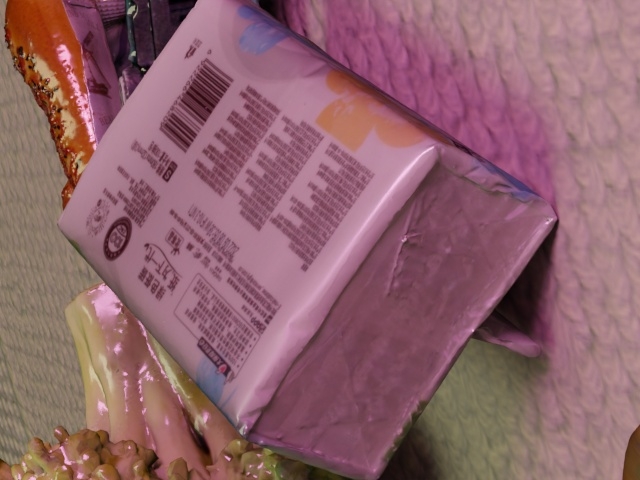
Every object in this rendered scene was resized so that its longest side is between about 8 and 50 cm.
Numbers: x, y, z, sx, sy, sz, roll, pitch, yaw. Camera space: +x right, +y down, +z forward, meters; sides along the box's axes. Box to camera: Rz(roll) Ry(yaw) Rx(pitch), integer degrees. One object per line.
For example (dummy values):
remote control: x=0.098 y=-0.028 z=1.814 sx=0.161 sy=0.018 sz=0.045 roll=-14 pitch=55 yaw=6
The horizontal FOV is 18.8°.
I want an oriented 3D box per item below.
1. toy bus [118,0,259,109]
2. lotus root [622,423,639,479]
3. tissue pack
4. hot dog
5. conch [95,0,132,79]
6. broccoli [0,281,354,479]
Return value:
toy bus: x=-0.072 y=-0.144 z=1.051 sx=0.109 sy=0.091 sz=0.262 roll=-101 pitch=8 yaw=-59
lotus root: x=0.233 y=0.195 z=0.594 sx=0.390 sy=0.111 sz=0.375 roll=51 pitch=154 yaw=39
tissue pack: x=0.000 y=0.000 z=0.948 sx=0.159 sy=0.145 sz=0.229 roll=-57 pitch=37 yaw=5
hot dog: x=-0.146 y=-0.072 z=1.163 sx=0.108 sy=0.059 sz=0.191 roll=109 pitch=143 yaw=-70
conch: x=-0.117 y=-0.139 z=1.219 sx=0.076 sy=0.056 sz=0.085 roll=11 pitch=123 yaw=50
broccoli: x=-0.090 y=0.138 z=1.134 sx=0.263 sy=0.247 sz=0.243 roll=-24 pitch=76 yaw=31
